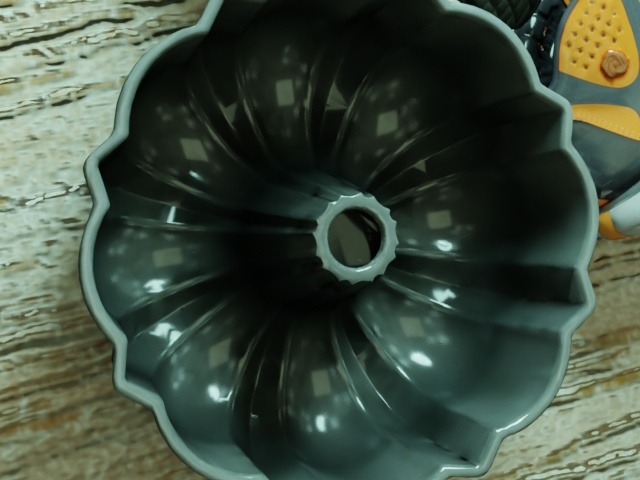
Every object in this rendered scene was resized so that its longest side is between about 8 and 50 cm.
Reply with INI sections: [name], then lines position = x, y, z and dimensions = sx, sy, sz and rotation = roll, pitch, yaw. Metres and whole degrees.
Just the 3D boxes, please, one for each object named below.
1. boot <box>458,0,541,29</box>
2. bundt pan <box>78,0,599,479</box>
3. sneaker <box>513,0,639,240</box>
[boot]
position = 0.041, -0.221, 0.945
dimensions = 0.246, 0.161, 0.083
rotation = 21, 98, -54
[bundt pan]
position = 0.000, 0.000, 0.931
dimensions = 0.331, 0.124, 0.331
rotation = 0, 89, -21
[sneaker]
position = 0.265, -0.157, 1.027
dimensions = 0.321, 0.124, 0.180
rotation = -37, 103, -16
